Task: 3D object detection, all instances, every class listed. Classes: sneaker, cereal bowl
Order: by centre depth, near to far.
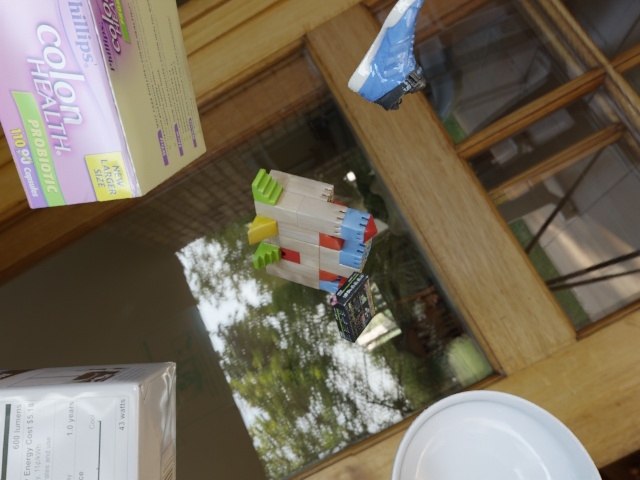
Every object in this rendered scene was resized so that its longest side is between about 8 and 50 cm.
[{"bbox_3d":[0.106,-0.231,0.589,0.084,0.152,0.058,32,-146,-5],"label":"sneaker"},{"bbox_3d":[0.287,0.437,0.820,0.141,0.338,0.339,77,167,-64],"label":"cereal bowl"}]

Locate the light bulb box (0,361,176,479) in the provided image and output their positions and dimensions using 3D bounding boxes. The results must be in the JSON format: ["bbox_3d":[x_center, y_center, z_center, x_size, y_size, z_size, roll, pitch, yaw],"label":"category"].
[{"bbox_3d":[-0.398,0.362,0.646,0.225,0.360,0.359,122,146,-81],"label":"light bulb box"}]

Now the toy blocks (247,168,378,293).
[{"bbox_3d":[0.000,0.000,1.104,0.382,0.260,0.191,90,-161,-55],"label":"toy blocks"}]

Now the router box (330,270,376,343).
[{"bbox_3d":[0.071,0.140,1.005,0.038,0.092,0.123,18,137,35],"label":"router box"}]

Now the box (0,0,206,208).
[{"bbox_3d":[-0.236,-0.176,0.539,0.243,0.117,0.214,-85,-12,-69],"label":"box"}]
